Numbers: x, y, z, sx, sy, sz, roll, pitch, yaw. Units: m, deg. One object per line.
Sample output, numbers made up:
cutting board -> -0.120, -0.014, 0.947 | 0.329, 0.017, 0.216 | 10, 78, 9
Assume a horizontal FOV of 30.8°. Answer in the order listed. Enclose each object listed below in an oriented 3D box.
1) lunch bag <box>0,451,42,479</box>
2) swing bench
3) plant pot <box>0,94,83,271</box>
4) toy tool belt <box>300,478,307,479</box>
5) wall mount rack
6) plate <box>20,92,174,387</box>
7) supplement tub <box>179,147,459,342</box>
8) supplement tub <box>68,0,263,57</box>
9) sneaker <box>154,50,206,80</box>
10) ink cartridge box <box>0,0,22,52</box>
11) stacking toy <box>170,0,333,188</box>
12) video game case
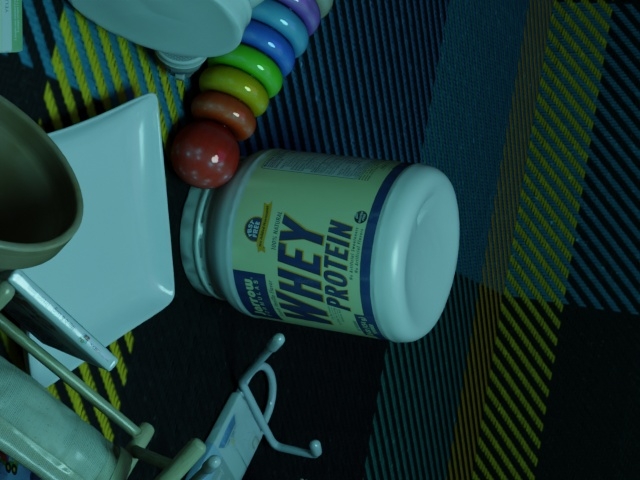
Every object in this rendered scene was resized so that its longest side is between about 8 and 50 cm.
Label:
lunch bag -> -0.334, 0.332, 1.240 | 0.221, 0.138, 0.293 | 36, 52, -59
swing bench -> -0.295, 0.210, 1.073 | 0.253, 0.165, 0.254 | 44, 70, -19
plant pot -> -0.342, -0.045, 1.045 | 0.110, 0.237, 0.237 | -47, 165, 23
toy tool belt -> -0.032, 0.363, 1.655 | 0.083, 0.052, 0.051 | 54, 19, -64
wall mount rack -> -0.109, 0.298, 1.646 | 0.350, 0.130, 0.304 | -63, 148, -35
plate -> -0.269, -0.008, 1.333 | 0.277, 0.045, 0.278 | -37, 129, -56
supplement tub -> 0.000, 0.000, 1.561 | 0.235, 0.325, 0.235 | -27, 121, -59
supplement tub -> -0.137, -0.395, 1.272 | 0.241, 0.241, 0.331 | 43, 59, -59
sneaker -> -0.163, -0.332, 1.441 | 0.115, 0.105, 0.281 | 124, -21, -72
ink cartridge box -> -0.369, -0.255, 1.057 | 0.235, 0.056, 0.171 | -21, 117, -63
stacking toy -> -0.107, -0.218, 1.536 | 0.330, 0.141, 0.141 | -65, 150, -16
video game case -> -0.285, 0.067, 1.144 | 0.019, 0.157, 0.143 | -53, 124, -20
